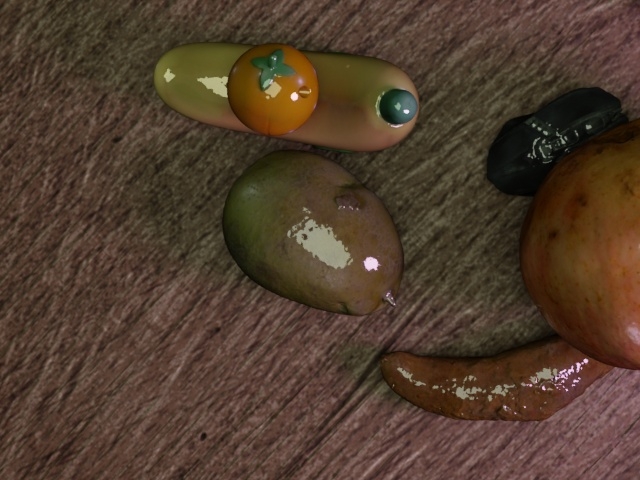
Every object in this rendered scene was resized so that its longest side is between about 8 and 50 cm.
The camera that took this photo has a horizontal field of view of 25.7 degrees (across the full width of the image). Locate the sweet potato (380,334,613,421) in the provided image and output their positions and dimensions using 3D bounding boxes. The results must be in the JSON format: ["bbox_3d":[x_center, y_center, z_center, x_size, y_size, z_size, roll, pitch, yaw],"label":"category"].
[{"bbox_3d":[0.250,0.173,1.762,0.341,0.092,0.114,-9,76,2],"label":"sweet potato"}]

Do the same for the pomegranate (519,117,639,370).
[{"bbox_3d":[0.404,0.018,1.642,0.338,0.338,0.338,0,93,2],"label":"pomegranate"}]

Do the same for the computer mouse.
[{"bbox_3d":[0.296,-0.121,1.761,0.192,0.062,0.106,-26,92,4],"label":"computer mouse"}]

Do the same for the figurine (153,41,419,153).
[{"bbox_3d":[-0.043,-0.176,1.690,0.324,0.222,0.124,9,95,1],"label":"figurine"}]

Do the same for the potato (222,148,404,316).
[{"bbox_3d":[0.000,0.000,1.734,0.251,0.159,0.174,37,120,12],"label":"potato"}]
